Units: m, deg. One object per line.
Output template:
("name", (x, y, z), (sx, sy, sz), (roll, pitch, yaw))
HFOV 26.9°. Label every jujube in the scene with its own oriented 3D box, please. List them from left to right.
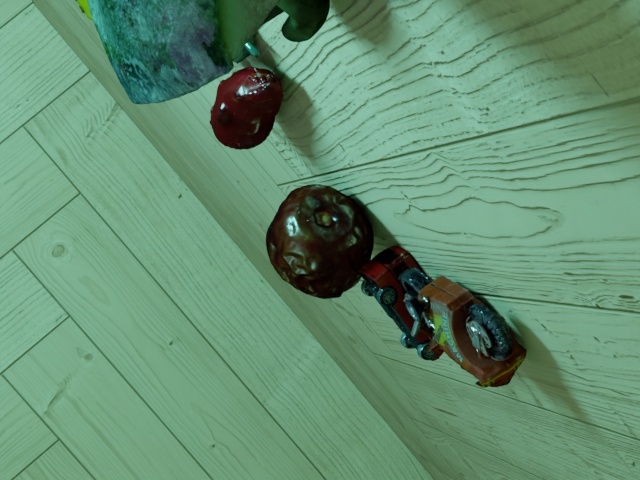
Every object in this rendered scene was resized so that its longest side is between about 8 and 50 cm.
("jujube", (0.000, 0.000, 2.232), (0.183, 0.183, 0.243), (47, 161, 14))

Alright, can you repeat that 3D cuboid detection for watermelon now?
("watermelon", (-0.076, -0.313, 1.212), (0.228, 0.387, 0.258), (6, -176, 44))

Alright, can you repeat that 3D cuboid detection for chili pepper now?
("chili pepper", (-0.115, -0.212, 2.116), (0.110, 0.110, 0.387), (49, 167, 0))

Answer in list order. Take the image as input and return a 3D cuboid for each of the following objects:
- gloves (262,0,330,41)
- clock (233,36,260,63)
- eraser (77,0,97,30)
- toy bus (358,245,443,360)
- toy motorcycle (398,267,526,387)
("gloves", (-0.042, -0.281, 1.463), (0.135, 0.107, 0.268), (43, 155, -14))
("clock", (-0.164, -0.326, 1.971), (0.211, 0.066, 0.159), (36, 164, 53))
("eraser", (-0.308, -0.367, 2.028), (0.226, 0.069, 0.158), (31, 155, 54))
("toy bus", (0.147, 0.106, 2.187), (0.195, 0.089, 0.081), (54, 170, -22))
("toy motorcycle", (0.211, 0.133, 1.998), (0.171, 0.089, 0.298), (55, 169, -24))
